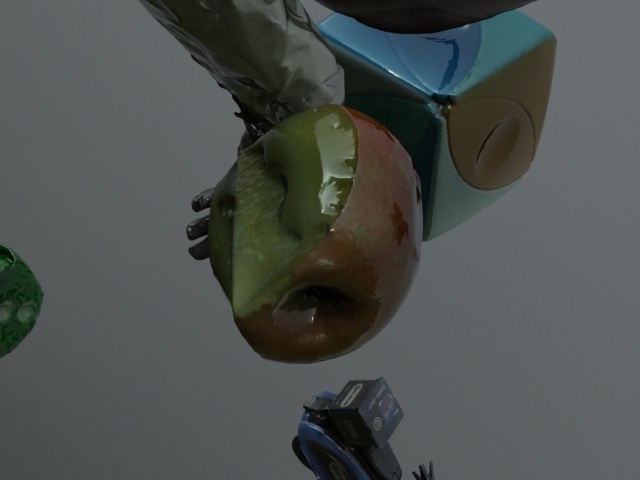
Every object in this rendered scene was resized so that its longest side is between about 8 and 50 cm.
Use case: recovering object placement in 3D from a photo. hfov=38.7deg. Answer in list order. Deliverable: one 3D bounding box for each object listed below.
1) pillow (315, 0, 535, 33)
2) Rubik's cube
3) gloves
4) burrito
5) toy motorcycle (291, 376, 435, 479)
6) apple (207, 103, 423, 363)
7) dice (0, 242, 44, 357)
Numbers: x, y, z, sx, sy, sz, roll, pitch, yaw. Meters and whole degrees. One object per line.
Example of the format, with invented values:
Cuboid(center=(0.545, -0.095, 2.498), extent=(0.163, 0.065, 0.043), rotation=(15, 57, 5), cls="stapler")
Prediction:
Cuboid(center=(0.127, -0.345, 1.150), extent=(0.307, 0.305, 0.108), rotation=(-5, -102, 42), cls="pillow")
Cuboid(center=(0.193, -0.254, 1.692), extent=(0.351, 0.352, 0.347), rotation=(34, -36, 29), cls="Rubik's cube")
Cuboid(center=(-0.102, -0.077, 1.328), extent=(0.285, 0.119, 0.142), rotation=(-60, -145, 19), cls="gloves")
Cuboid(center=(-0.084, -0.198, 0.732), extent=(0.139, 0.101, 0.445), rotation=(26, -11, 32), cls="burrito")
Cuboid(center=(0.096, 0.383, 1.466), extent=(0.212, 0.125, 0.359), rotation=(-9, -60, 43), cls="toy motorcycle")
Cuboid(center=(0.000, 0.000, 0.758), extent=(0.207, 0.173, 0.188), rotation=(-51, -139, 38), cls="apple")
Cuboid(center=(-0.453, 0.077, 1.193), extent=(0.131, 0.128, 0.120), rotation=(13, -40, 27), cls="dice")
